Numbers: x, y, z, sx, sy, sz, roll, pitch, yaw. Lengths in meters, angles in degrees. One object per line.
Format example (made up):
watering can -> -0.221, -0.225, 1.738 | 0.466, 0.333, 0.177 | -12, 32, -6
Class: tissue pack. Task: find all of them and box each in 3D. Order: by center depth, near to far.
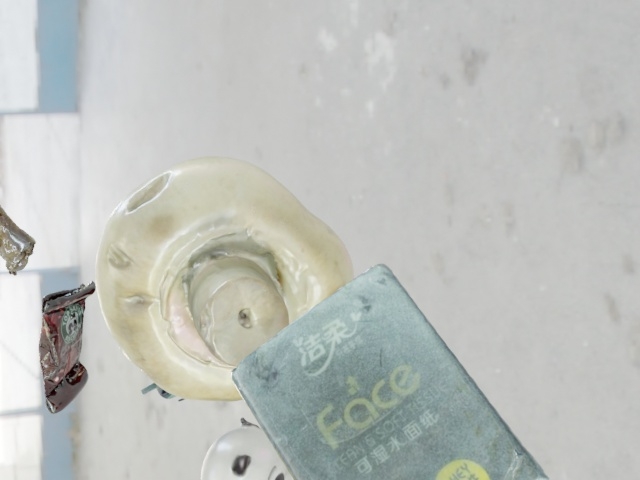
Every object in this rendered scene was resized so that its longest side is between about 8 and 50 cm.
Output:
tissue pack -> 0.061, 0.174, 1.032 | 0.257, 0.185, 0.081 | 54, 179, 27

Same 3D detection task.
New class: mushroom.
mushroom -> -0.114, 0.053, 1.556 | 0.353, 0.325, 0.353 | 27, 129, 40

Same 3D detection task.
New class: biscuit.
biscuit -> -0.483, 0.193, 2.151 | 0.151, 0.063, 0.235 | -51, -31, -68

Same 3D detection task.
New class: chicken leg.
chicken leg -> -0.460, -0.044, 1.493 | 0.080, 0.196, 0.125 | -2, 64, 68

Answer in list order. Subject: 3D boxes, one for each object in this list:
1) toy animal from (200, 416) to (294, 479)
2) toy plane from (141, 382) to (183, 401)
toy animal -> -0.125, 0.427, 1.906 | 0.187, 0.165, 0.235 | -90, 14, -64
toy plane -> -0.220, 0.230, 2.093 | 0.060, 0.235, 0.096 | 58, 171, 19
